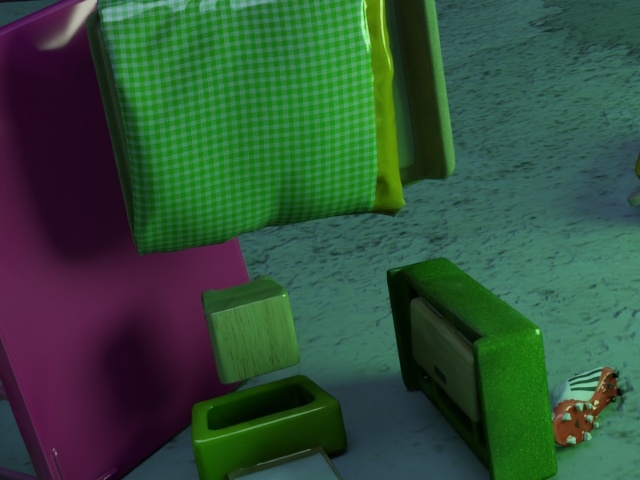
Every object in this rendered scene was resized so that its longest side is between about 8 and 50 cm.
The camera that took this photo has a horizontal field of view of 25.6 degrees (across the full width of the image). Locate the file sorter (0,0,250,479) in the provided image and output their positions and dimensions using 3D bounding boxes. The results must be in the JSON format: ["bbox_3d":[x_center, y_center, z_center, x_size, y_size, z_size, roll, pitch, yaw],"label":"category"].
[{"bbox_3d":[-0.196,-0.008,0.935,0.182,0.291,0.202,5,29,40],"label":"file sorter"}]

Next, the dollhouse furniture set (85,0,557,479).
[{"bbox_3d":[0.000,0.000,0.800,0.197,0.301,0.151,-15,21,-11],"label":"dollhouse furniture set"}]

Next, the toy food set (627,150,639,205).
[{"bbox_3d":[0.316,-0.061,1.089,0.128,0.071,0.218,-27,13,30],"label":"toy food set"}]

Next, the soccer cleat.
[{"bbox_3d":[0.152,0.100,0.849,0.035,0.029,0.083,-4,21,39],"label":"soccer cleat"}]
